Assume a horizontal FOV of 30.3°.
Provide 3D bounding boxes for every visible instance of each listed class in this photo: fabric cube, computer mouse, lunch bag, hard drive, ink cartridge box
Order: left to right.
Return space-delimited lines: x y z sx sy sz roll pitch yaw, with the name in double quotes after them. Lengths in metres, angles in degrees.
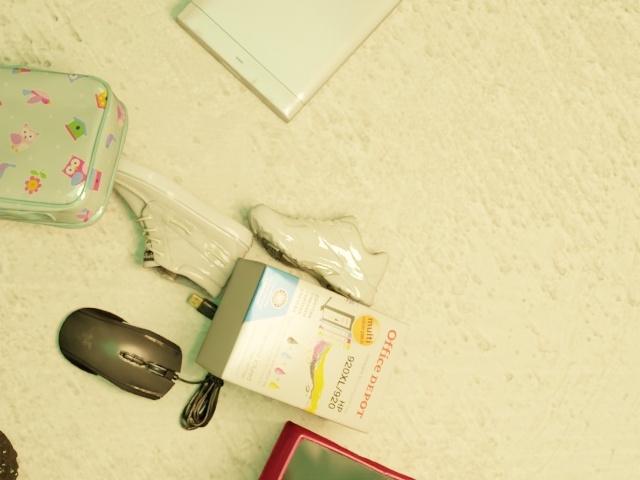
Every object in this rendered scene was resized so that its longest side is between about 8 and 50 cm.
-0.426 -0.130 1.681 0.279 0.108 0.224 7 77 13 "lunch bag"
-0.244 0.148 1.739 0.262 0.060 0.184 30 84 -3 "computer mouse"
-0.027 0.149 1.683 0.233 0.168 0.171 24 84 -18 "ink cartridge box"
-0.016 -0.386 1.811 0.233 0.047 0.353 42 82 -1 "hard drive"
0.022 0.423 1.645 0.259 0.258 0.254 25 83 -3 "fabric cube"

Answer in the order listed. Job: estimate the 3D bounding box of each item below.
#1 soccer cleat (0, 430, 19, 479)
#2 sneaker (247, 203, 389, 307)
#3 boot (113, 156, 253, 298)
-0.509 0.382 1.608 0.116 0.318 0.108 -25 120 23 "soccer cleat"
0.000 0.000 1.771 0.232 0.090 0.115 33 76 -11 "sneaker"
-0.234 -0.017 1.734 0.258 0.095 0.123 30 76 -4 "boot"
